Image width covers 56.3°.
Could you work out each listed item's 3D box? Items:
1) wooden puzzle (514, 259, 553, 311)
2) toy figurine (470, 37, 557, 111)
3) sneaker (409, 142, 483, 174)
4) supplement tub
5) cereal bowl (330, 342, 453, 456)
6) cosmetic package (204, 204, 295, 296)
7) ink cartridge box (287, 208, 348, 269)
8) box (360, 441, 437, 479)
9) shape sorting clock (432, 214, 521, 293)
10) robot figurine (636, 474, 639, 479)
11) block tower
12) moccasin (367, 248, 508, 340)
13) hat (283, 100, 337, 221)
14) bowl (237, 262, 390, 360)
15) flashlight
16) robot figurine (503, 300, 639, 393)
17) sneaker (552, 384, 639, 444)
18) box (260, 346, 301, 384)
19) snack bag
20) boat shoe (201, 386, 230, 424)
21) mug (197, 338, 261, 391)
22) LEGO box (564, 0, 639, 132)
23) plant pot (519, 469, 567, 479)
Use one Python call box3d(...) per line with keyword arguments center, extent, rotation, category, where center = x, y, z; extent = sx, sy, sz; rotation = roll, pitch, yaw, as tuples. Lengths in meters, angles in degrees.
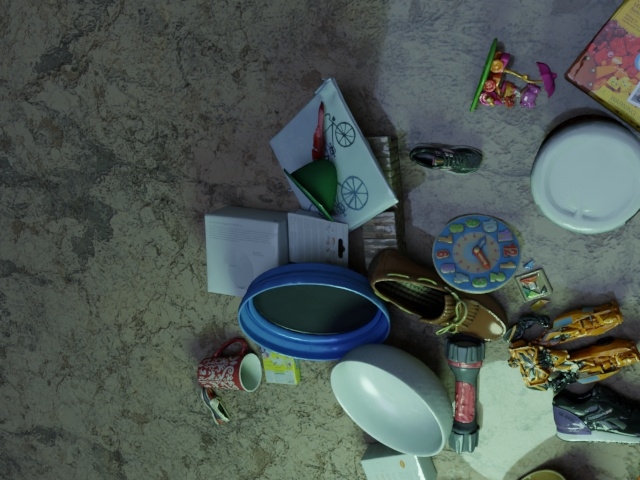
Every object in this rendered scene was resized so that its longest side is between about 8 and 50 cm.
box3d(center=(0.521, 0.112, 1.461), extent=(0.079, 0.014, 0.116), rotation=(-32, 91, 26), category="wooden puzzle")
box3d(center=(0.435, -0.344, 1.330), extent=(0.159, 0.130, 0.173), rotation=(18, 132, 7), category="toy figurine")
box3d(center=(0.295, -0.191, 1.435), extent=(0.178, 0.077, 0.071), rotation=(6, 107, 20), category="sneaker")
box3d(center=(0.539, -0.145, 1.203), extent=(0.207, 0.338, 0.206), rotation=(6, 106, 21), category="supplement tub")
box3d(center=(0.201, 0.396, 1.567), extent=(0.339, 0.141, 0.338), rotation=(25, 138, 25), category="cereal bowl")
box3d(center=(-0.188, 0.031, 1.657), extent=(0.224, 0.138, 0.224), rotation=(8, 109, 20), category="cosmetic package")
box3d(center=(0.000, 0.000, 1.562), extent=(0.180, 0.045, 0.145), rotation=(11, 116, 25), category="ink cartridge box")
box3d(center=(0.221, 0.640, 1.682), extent=(0.171, 0.091, 0.130), rotation=(-18, 96, 25), category="box")
box3d(center=(0.371, 0.028, 1.426), extent=(0.207, 0.040, 0.206), rotation=(-4, 63, 8), category="shape sorting clock")
box3d(center=(0.839, 0.602, 1.403), extent=(0.158, 0.128, 0.219), rotation=(48, 122, 43), category="robot figurine")
box3d(center=(0.154, -0.098, 1.510), extent=(0.091, 0.097, 0.335), rotation=(0, 106, 22), category="block tower")
box3d(center=(0.289, 0.152, 1.450), extent=(0.380, 0.147, 0.139), rotation=(31, 123, -14), category="moccasin")
box3d(center=(0.028, -0.175, 1.448), extent=(0.183, 0.208, 0.173), rotation=(-44, 50, 0), category="hat")
box3d(center=(-0.015, 0.189, 1.549), extent=(0.392, 0.077, 0.391), rotation=(2, 142, 2), category="bowl")
box3d(center=(0.369, 0.398, 1.545), extent=(0.103, 0.103, 0.303), rotation=(-3, 100, -13), category="flashlight")
box3d(center=(0.588, 0.260, 1.434), extent=(0.291, 0.085, 0.211), rotation=(-25, 93, 26), category="robot figurine")
box3d(center=(0.701, 0.407, 1.422), extent=(0.284, 0.107, 0.124), rotation=(-10, 94, 24), category="sneaker")
box3d(center=(-0.121, 0.333, 1.766), extent=(0.105, 0.043, 0.179), rotation=(-1, 106, 23), category="box")
box3d(center=(0.018, -0.184, 1.505), extent=(0.323, 0.037, 0.342), rotation=(-35, 81, 50), category="snack bag")
box3d(center=(-0.333, 0.520, 1.899), extent=(0.043, 0.049, 0.136), rotation=(-22, 98, 22), category="boat shoe")
box3d(center=(-0.275, 0.387, 1.825), extent=(0.170, 0.150, 0.113), rotation=(-8, 137, 28), category="mug")
box3d(center=(0.791, -0.320, 1.134), extent=(0.500, 0.193, 0.372), rotation=(39, 115, 8), category="LEGO box")
box3d(center=(0.616, 0.753, 1.499), extent=(0.254, 0.237, 0.237), rotation=(41, 116, -8), category="plant pot")
